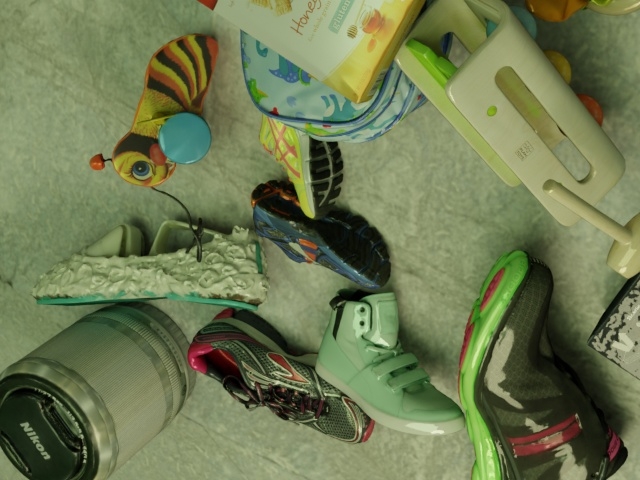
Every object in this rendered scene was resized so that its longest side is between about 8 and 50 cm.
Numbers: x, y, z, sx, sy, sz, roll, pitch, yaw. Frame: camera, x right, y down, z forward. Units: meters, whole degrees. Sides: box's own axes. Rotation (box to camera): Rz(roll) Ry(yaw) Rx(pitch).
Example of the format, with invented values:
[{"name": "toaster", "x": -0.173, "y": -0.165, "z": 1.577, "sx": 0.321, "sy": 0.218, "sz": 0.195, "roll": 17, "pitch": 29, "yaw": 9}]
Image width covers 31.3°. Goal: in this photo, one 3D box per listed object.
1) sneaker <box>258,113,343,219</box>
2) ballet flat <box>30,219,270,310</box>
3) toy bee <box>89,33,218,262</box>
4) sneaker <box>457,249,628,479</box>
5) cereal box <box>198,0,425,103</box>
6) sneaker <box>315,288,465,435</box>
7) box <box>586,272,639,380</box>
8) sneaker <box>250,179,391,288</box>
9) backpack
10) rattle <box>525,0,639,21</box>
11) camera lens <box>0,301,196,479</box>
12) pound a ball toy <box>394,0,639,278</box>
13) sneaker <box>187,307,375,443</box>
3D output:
[{"name": "sneaker", "x": -0.035, "y": -0.128, "z": 1.528, "sx": 0.094, "sy": 0.081, "sz": 0.208, "roll": -9, "pitch": 96, "yaw": 33}, {"name": "ballet flat", "x": -0.250, "y": 0.037, "z": 1.709, "sx": 0.409, "sy": 0.147, "sz": 0.147, "roll": -1, "pitch": 111, "yaw": 27}, {"name": "toy bee", "x": -0.226, "y": -0.135, "z": 1.538, "sx": 0.162, "sy": 0.195, "sz": 0.298, "roll": 5, "pitch": 76, "yaw": -8}, {"name": "sneaker", "x": 0.289, "y": 0.223, "z": 1.464, "sx": 0.202, "sy": 0.185, "sz": 0.482, "roll": -1, "pitch": 118, "yaw": 16}, {"name": "cereal box", "x": -0.011, "y": -0.279, "z": 1.205, "sx": 0.240, "sy": 0.047, "sz": 0.173, "roll": 33, "pitch": 114, "yaw": 12}, {"name": "sneaker", "x": 0.096, "y": 0.155, "z": 1.535, "sx": 0.256, "sy": 0.094, "sz": 0.151, "roll": 27, "pitch": 116, "yaw": 39}, {"name": "box", "x": 0.430, "y": 0.096, "z": 1.353, "sx": 0.158, "sy": 0.093, "sz": 0.156, "roll": 35, "pitch": 125, "yaw": 10}, {"name": "sneaker", "x": 0.000, "y": 0.000, "z": 1.572, "sx": 0.221, "sy": 0.083, "sz": 0.087, "roll": 33, "pitch": 143, "yaw": 12}, {"name": "backpack", "x": 0.029, "y": -0.294, "z": 1.330, "sx": 0.290, "sy": 0.273, "sz": 0.355, "roll": 10, "pitch": 128, "yaw": 18}, {"name": "rattle", "x": 0.330, "y": -0.307, "z": 1.204, "sx": 0.200, "sy": 0.143, "sz": 0.130, "roll": -6, "pitch": 90, "yaw": 38}, {"name": "camera lens", "x": -0.345, "y": 0.236, "z": 1.742, "sx": 0.219, "sy": 0.274, "sz": 0.219, "roll": 12, "pitch": 117, "yaw": 25}, {"name": "pound a ball toy", "x": 0.252, "y": -0.123, "z": 1.239, "sx": 0.136, "sy": 0.208, "sz": 0.319, "roll": -48, "pitch": 128, "yaw": 3}, {"name": "sneaker", "x": -0.059, "y": 0.217, "z": 1.673, "sx": 0.299, "sy": 0.112, "sz": 0.120, "roll": 27, "pitch": 122, "yaw": 16}]
